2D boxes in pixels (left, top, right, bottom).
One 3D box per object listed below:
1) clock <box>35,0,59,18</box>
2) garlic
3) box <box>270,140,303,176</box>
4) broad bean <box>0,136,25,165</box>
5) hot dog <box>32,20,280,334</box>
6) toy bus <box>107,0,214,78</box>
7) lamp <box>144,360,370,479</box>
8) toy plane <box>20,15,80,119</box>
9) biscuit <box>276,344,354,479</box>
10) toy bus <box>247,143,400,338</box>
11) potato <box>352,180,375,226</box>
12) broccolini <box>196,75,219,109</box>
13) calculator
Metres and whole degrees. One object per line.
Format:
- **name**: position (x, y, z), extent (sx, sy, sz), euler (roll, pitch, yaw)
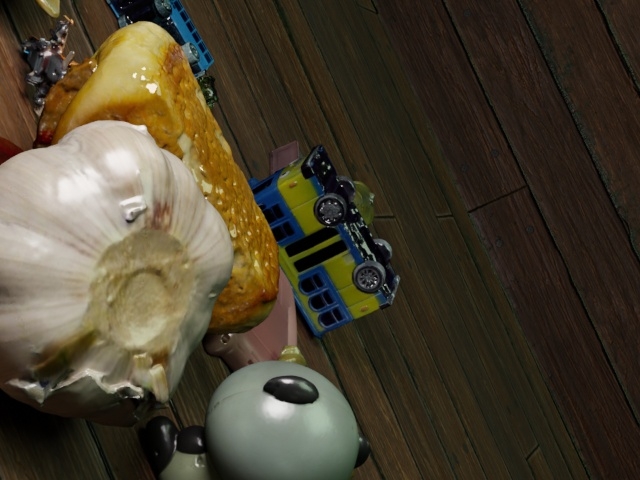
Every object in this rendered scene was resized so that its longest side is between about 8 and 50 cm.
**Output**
- **clock**: position (-0.414, -0.445, 1.571), extent (0.286, 0.117, 0.348), euler (24, 49, -48)
- **garlic**: position (-0.237, 0.033, 1.278), extent (0.322, 0.241, 0.321), euler (5, 90, -69)
- **box**: position (-0.055, -0.134, 2.298), extent (0.063, 0.060, 0.084), euler (56, 18, -37)
- **broad bean**: position (-0.357, -0.063, 1.351), extent (0.165, 0.085, 0.114), euler (44, 42, -61)
- **hot dog**: position (-0.214, -0.054, 1.499), extent (0.185, 0.223, 0.405), euler (-83, 152, -57)
- **toy bus**: position (-0.257, -0.339, 1.970), extent (0.184, 0.090, 0.106), euler (61, 19, -15)
- **lamp**: position (-0.074, 0.245, 1.453), extent (0.197, 0.244, 0.197), euler (49, 29, -40)
- **toy plane**: position (-0.357, -0.235, 1.572), extent (0.062, 0.135, 0.188), euler (8, 22, -42)
- **biscuit**: position (-0.013, 0.306, 1.808), extent (0.187, 0.036, 0.273), euler (-74, 146, -47)
- **toy bus**: position (0.000, 0.000, 2.082), extent (0.287, 0.175, 0.138), euler (60, 19, -12)
- **potato**: position (0.061, -0.074, 2.496), extent (0.188, 0.085, 0.105), euler (2, 61, -64)
- **broccolini**: position (-0.223, -0.216, 2.010), extent (0.254, 0.071, 0.057), euler (-68, 172, -57)
- **calculator**: position (-0.100, 0.102, 1.878), extent (0.220, 0.048, 0.329), euler (52, 23, -30)
